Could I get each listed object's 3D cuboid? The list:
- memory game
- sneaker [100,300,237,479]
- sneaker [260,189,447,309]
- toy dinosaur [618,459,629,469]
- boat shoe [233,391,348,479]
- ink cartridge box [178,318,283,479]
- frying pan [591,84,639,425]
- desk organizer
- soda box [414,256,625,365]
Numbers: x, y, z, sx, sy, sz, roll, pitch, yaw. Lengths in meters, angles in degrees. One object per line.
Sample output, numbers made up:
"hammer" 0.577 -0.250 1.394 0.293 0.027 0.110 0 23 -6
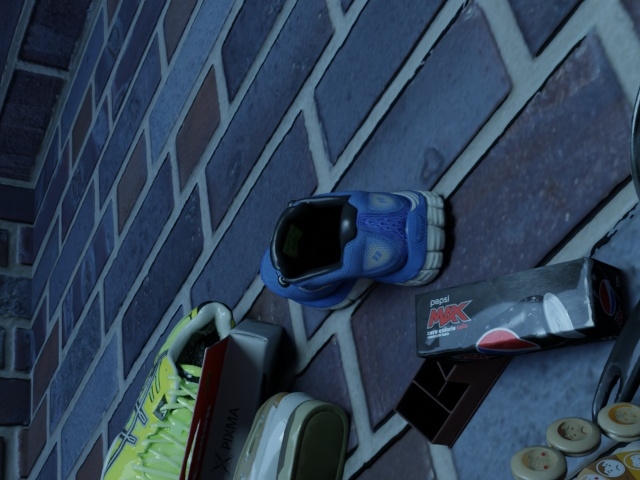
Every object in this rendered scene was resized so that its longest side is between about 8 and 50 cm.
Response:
"memory game" 0.205 0.155 0.610 0.186 0.186 0.012 -134 31 -59
"sneaker" -0.204 0.245 1.340 0.147 0.145 0.385 111 172 -51
"sneaker" 0.000 0.000 1.116 0.330 0.147 0.130 -24 60 61
"toy dinosaur" 0.239 0.228 0.594 0.295 0.200 0.127 1 121 43
"boat shoe" -0.055 0.325 1.145 0.103 0.113 0.303 9 79 51
"ink cartridge box" -0.117 0.248 1.240 0.239 0.060 0.275 -30 -48 -84
"frying pan" 0.278 -0.018 0.659 0.197 0.053 0.326 0 84 64
"desk organizer" 0.122 0.133 0.928 0.130 0.050 0.047 -64 30 31
"soda box" 0.159 0.061 0.812 0.168 0.053 0.060 -17 65 40
